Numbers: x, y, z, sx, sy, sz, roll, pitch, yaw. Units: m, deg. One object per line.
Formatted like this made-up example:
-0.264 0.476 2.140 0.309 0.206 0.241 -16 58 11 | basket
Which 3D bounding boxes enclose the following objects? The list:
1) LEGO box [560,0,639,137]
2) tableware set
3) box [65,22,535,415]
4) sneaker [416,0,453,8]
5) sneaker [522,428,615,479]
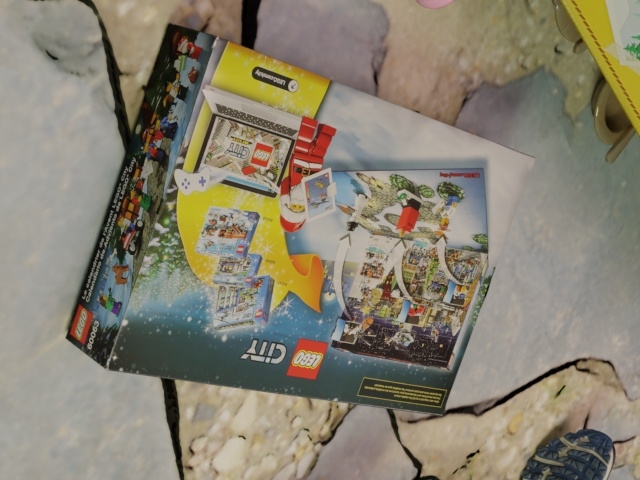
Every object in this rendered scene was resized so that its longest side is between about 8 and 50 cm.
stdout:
0.317 -0.181 0.640 0.500 0.193 0.372 47 58 -40 | LEGO box
0.204 -0.140 0.735 0.141 0.020 0.169 -44 136 -15 | tableware set
0.000 0.000 0.619 0.233 0.044 0.159 15 97 -41 | box
0.076 -0.170 0.589 0.057 0.047 0.119 34 119 -27 | sneaker
0.163 0.191 0.830 0.135 0.052 0.058 -57 142 4 | sneaker
